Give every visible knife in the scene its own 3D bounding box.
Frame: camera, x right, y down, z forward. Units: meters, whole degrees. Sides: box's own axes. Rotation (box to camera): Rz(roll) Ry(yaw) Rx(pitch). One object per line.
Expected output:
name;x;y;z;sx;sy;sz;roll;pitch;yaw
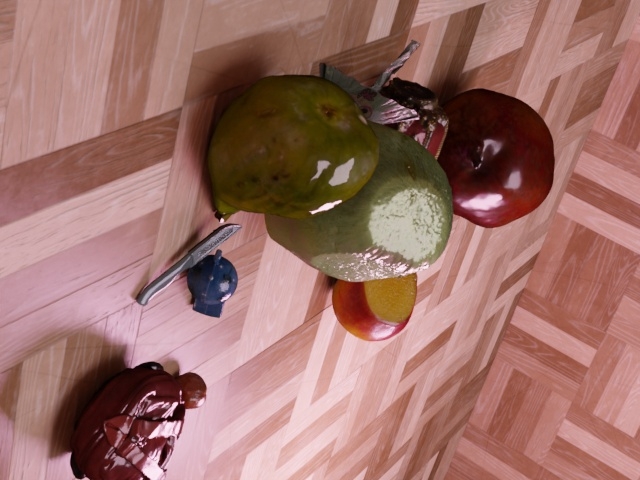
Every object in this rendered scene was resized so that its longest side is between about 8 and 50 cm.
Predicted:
knife;-0.207;0.033;1.712;0.210;0.015;0.028;-41;124;-19

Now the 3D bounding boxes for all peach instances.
peach;0.123;0.116;2.338;0.192;0.190;0.190;-48;163;21

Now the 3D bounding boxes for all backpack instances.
backpack;-0.302;0.297;1.708;0.229;0.139;0.229;-49;158;-28

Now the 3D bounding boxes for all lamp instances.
lamp;0.133;-0.165;2.049;0.177;0.177;0.273;-24;137;-55

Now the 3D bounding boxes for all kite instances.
kite;0.091;-0.259;1.867;0.229;0.012;0.250;20;137;-32

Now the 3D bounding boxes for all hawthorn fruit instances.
hawthorn fruit;-0.247;0.272;1.911;0.103;0.067;0.066;-18;134;-42
hawthorn fruit;0.346;-0.180;2.334;0.325;0.308;0.308;14;106;-42

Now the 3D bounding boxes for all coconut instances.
coconut;0.060;-0.070;1.854;0.328;0.329;0.281;-25;118;-55

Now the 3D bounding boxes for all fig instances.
fig;-0.072;-0.104;1.609;0.314;0.233;0.233;-42;164;19

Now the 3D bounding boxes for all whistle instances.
whistle;-0.180;0.078;1.777;0.090;0.090;0.157;-33;147;-49
